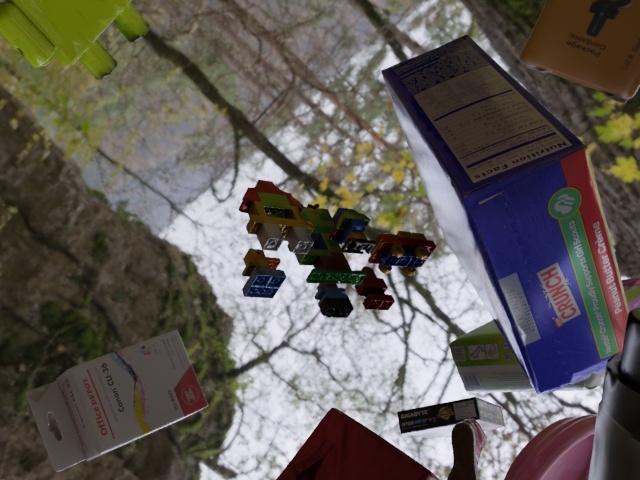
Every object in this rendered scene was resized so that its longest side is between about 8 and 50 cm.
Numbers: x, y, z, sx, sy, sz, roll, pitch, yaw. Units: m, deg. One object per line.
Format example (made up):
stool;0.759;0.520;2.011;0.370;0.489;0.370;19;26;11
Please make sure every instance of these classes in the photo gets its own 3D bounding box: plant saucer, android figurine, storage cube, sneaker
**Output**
plant saucer;0.468;0.470;1.429;0.332;0.332;0.084;-49;-138;-3
android figurine;-0.367;-0.371;1.044;0.056;0.273;0.248;15;-119;43
storage cube;0.062;0.346;0.855;0.184;0.215;0.193;-50;-149;-14
sneaker;0.201;0.302;1.000;0.042;0.118;0.067;4;-179;25

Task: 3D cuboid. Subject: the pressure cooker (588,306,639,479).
pressure cooker;0.327;0.186;0.383;0.370;0.375;0.420;10;-85;61

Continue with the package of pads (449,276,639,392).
package of pads;0.385;0.150;1.152;0.296;0.101;0.229;-19;-178;-41

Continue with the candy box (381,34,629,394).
candy box;0.193;-0.041;0.791;0.122;0.268;0.317;-23;-146;6

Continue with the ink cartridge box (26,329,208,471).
ink cartridge box;-0.261;0.205;0.948;0.198;0.115;0.067;-19;170;-38

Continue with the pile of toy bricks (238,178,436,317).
pile of toy bricks;0.000;0.000;0.737;0.118;0.212;0.105;-57;-138;34

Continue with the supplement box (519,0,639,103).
supplement box;0.190;-0.190;0.398;0.233;0.078;0.080;103;14;-53

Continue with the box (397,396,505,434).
box;0.290;0.391;1.598;0.175;0.220;0.051;-17;-114;23
